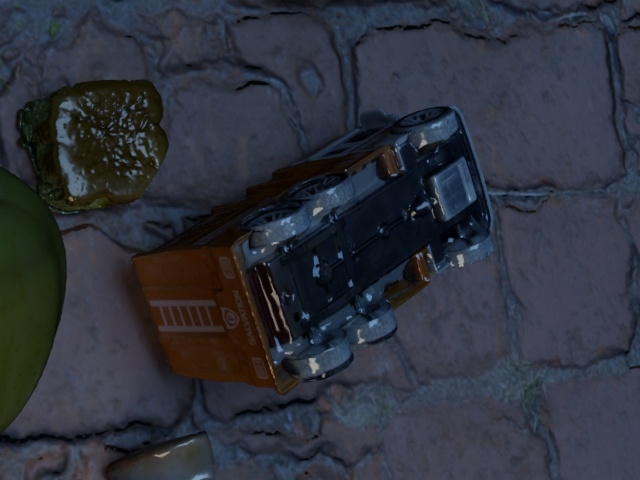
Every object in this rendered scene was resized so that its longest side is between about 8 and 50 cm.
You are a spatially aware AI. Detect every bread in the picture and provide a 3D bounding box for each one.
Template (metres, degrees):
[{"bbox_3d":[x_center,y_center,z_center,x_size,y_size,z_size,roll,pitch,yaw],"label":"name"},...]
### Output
[{"bbox_3d":[-0.218,-0.091,1.773,0.140,0.069,0.127,-12,89,-39],"label":"bread"}]

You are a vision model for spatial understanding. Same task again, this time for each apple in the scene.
[{"bbox_3d":[-0.339,0.053,1.514,0.279,0.279,0.279,10,74,-37],"label":"apple"}]

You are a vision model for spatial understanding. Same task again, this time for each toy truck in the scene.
[{"bbox_3d":[0.000,0.000,1.842,0.387,0.207,0.173,-33,112,-44],"label":"toy truck"}]

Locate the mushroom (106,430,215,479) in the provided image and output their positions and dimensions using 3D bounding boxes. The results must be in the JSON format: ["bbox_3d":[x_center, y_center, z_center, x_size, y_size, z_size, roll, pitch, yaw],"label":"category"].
[{"bbox_3d":[-0.130,0.310,1.695,0.173,0.162,0.236,-16,89,-42],"label":"mushroom"}]
